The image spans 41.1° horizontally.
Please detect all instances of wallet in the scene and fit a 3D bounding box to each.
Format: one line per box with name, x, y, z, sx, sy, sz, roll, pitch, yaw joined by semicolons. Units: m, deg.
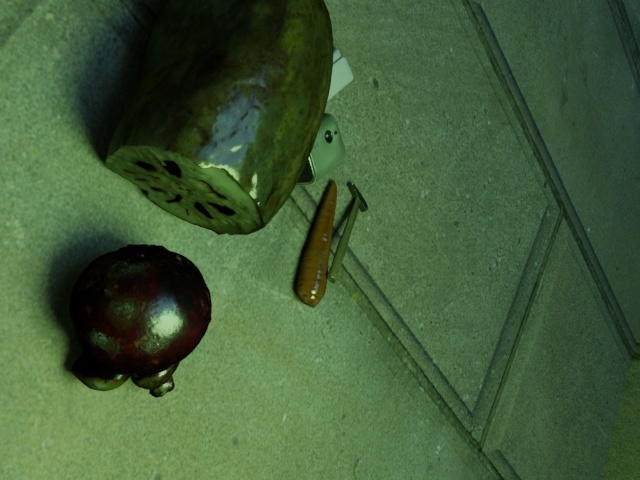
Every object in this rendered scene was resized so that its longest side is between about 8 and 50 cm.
wallet;0.006;-0.252;1.346;0.122;0.025;0.061;-45;117;-40

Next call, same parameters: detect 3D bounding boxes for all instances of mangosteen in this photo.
mangosteen;-0.210;0.094;0.983;0.172;0.172;0.184;18;96;-50

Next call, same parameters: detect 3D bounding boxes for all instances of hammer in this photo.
hammer;0.039;-0.011;1.364;0.062;0.013;0.199;58;35;-33

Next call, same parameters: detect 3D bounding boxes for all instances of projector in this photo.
projector;-0.022;-0.134;1.265;0.082;0.083;0.083;-39;121;-44

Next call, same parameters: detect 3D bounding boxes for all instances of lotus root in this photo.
lotus root;-0.104;-0.194;1.049;0.250;0.250;0.346;38;60;-45

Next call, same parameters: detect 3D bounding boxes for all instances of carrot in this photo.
carrot;0.000;0.000;1.333;0.048;0.048;0.216;34;60;-46
